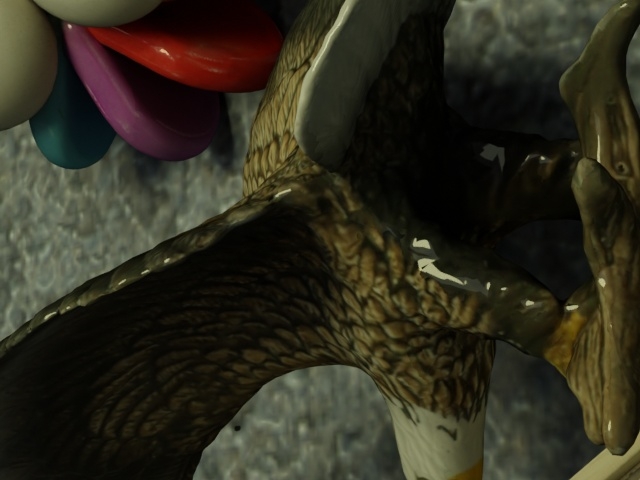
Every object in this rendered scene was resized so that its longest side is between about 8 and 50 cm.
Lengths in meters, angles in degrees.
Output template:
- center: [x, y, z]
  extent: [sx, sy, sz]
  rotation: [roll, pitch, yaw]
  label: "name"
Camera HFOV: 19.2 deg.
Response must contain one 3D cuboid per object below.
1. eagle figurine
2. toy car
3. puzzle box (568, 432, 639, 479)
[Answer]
- center: [0.001, 0.011, 0.659]
  extent: [0.298, 0.226, 0.225]
  rotation: [-1, 84, 42]
  label: "eagle figurine"
- center: [-0.084, -0.100, 0.829]
  extent: [0.182, 0.159, 0.136]
  rotation: [-36, 99, 30]
  label: "toy car"
- center: [0.155, 0.187, 0.607]
  extent: [0.409, 0.052, 0.272]
  rotation: [-47, 55, 28]
  label: "puzzle box"
